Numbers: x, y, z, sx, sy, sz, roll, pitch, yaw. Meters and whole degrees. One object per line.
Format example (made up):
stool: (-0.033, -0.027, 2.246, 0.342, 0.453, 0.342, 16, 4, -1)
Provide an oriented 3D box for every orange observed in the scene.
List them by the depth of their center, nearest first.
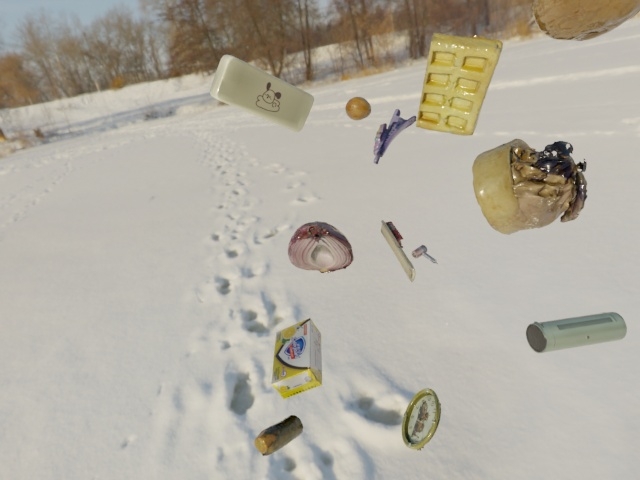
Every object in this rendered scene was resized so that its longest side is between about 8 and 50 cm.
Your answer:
orange: (0.122, -0.424, 1.442, 0.085, 0.084, 0.085, -11, 20, 4)

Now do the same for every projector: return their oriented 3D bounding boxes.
projector: (0.899, 0.320, 1.573, 0.338, 0.108, 0.108, -5, 18, -13)

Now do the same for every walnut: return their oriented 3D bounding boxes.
walnut: (0.490, -0.451, 0.805, 0.168, 0.167, 0.207, -21, 5, -22)

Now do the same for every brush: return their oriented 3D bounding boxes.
brush: (0.277, 0.027, 1.558, 0.050, 0.060, 0.321, -6, 33, -8)

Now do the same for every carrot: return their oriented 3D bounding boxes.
carrot: (-0.137, 0.637, 1.465, 0.082, 0.082, 0.173, 3, 5, 36)

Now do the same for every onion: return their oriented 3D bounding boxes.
onion: (0.000, 0.000, 1.530, 0.227, 0.283, 0.120, 0, 59, 3)

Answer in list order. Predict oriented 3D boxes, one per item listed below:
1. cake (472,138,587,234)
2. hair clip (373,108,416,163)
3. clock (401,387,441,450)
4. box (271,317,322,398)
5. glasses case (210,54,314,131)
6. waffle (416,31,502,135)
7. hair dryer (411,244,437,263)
cake: (0.720, -0.198, 1.492, 0.321, 0.332, 0.332, -16, 12, 45)
hair clip: (0.266, -0.409, 1.751, 0.090, 0.137, 0.278, 34, 63, 17)
clock: (0.395, 0.686, 1.710, 0.057, 0.237, 0.237, 29, 19, -9)
box: (-0.085, 0.436, 1.677, 0.169, 0.097, 0.265, -25, 31, 16)
glasses case: (-0.172, -0.444, 1.374, 0.313, 0.131, 0.070, 14, 18, -38)
waffle: (0.347, -0.392, 1.160, 0.168, 0.274, 0.057, 16, 52, 12)
hair dryer: (0.438, 0.068, 1.849, 0.063, 0.037, 0.114, -30, 51, -28)
